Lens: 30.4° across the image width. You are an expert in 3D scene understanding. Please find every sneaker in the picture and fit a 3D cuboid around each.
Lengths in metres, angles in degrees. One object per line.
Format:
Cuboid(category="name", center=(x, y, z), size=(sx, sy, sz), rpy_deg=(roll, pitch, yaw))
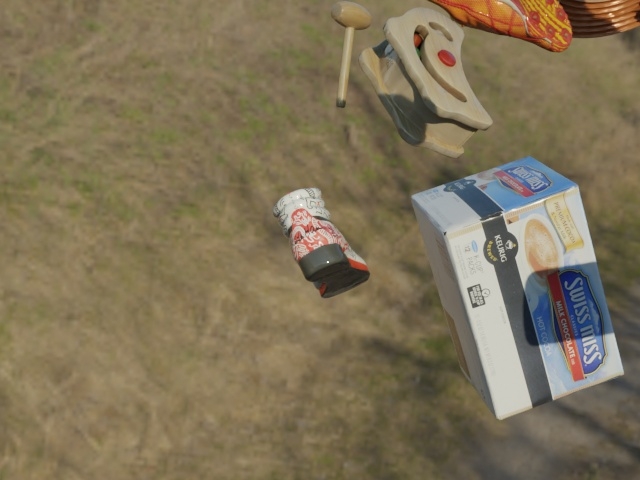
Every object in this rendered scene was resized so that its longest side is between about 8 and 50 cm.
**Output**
Cuboid(category="sneaker", center=(0.168, -0.233, 1.154), size=(0.175, 0.064, 0.067), rpy_deg=(27, -31, -11))
Cuboid(category="sneaker", center=(0.001, -0.001, 1.806), size=(0.090, 0.145, 0.270), rpy_deg=(-26, -14, 5))

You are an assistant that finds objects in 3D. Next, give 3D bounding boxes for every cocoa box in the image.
Cuboid(category="cocoa box", center=(0.323, 0.072, 1.940), size=(0.228, 0.347, 0.231), rpy_deg=(-19, 18, -4))

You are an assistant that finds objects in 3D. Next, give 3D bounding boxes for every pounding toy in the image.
Cuboid(category="pounding toy", center=(0.124, -0.224, 1.661), size=(0.154, 0.155, 0.269), rpy_deg=(-5, 59, -42))

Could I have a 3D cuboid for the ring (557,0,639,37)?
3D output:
Cuboid(category="ring", center=(0.383, -0.409, 1.538), size=(0.337, 0.336, 0.032), rpy_deg=(5, 38, -14))
